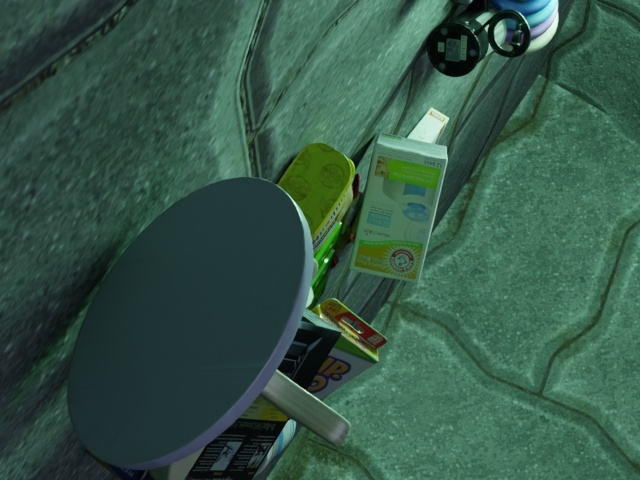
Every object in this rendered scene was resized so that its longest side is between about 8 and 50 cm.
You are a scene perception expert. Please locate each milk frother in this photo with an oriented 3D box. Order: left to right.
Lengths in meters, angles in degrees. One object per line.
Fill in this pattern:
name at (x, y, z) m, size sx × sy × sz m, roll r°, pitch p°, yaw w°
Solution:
milk frother at (0.255, -0.310, 2.032) m, size 0.135 × 0.143 × 0.129 m, roll -42°, pitch 155°, yaw -56°

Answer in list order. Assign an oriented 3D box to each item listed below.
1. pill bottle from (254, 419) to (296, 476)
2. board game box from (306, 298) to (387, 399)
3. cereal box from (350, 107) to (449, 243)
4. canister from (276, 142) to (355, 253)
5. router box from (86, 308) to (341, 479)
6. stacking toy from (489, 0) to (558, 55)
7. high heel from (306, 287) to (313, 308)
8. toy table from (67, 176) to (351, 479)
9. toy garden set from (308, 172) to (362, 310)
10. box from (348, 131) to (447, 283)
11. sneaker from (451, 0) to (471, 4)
pill bottle at (-0.112, 0.312, 2.242) m, size 0.124 × 0.124 × 0.221 m, roll -60°, pitch 172°, yaw 12°
board game box at (-0.038, 0.183, 1.893) m, size 0.259 × 0.124 × 0.039 m, roll -37°, pitch -146°, yaw 22°
cereal box at (0.141, -0.112, 2.421) m, size 0.240 × 0.047 × 0.173 m, roll -50°, pitch 169°, yaw -42°
canister at (-0.011, -0.047, 1.687) m, size 0.126 × 0.073 × 0.170 m, roll -57°, pitch 173°, yaw -5°
router box at (-0.116, 0.178, 1.619) m, size 0.243 × 0.081 × 0.309 m, roll -58°, pitch 157°, yaw 3°
stacking toy at (0.307, -0.420, 2.062) m, size 0.141 × 0.141 × 0.330 m, roll -56°, pitch 164°, yaw -16°
high heel at (-0.091, 0.124, 1.812) m, size 0.117 × 0.082 × 0.244 m, roll -61°, pitch 172°, yaw 28°
toy table at (-0.093, 0.093, 1.212) m, size 0.274 × 0.252 × 0.161 m, roll -46°, pitch 155°, yaw -5°
toy garden set at (0.000, 0.000, 2.014) m, size 0.204 × 0.049 × 0.244 m, roll -57°, pitch 168°, yaw -37°
box at (0.119, -0.049, 2.055) m, size 0.103 × 0.114 × 0.203 m, roll -72°, pitch 175°, yaw -75°
sneaker at (0.260, -0.411, 1.746) m, size 0.262 × 0.125 × 0.104 m, roll -59°, pitch 171°, yaw 5°
